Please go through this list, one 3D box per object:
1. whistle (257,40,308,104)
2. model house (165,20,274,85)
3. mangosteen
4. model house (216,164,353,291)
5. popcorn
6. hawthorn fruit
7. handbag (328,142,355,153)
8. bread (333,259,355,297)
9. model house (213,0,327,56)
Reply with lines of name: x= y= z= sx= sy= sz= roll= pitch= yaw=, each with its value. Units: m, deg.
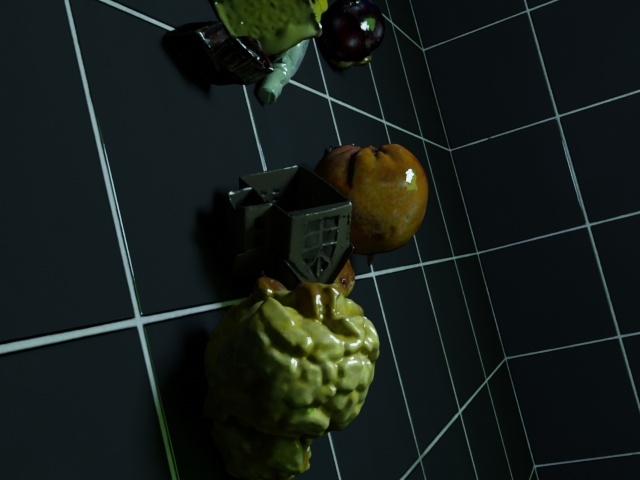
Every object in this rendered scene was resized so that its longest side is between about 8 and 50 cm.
whistle: x=-0.083 y=-0.401 z=1.577 sx=0.126 sy=0.067 sz=0.258 roll=114 pitch=-3 yaw=-52
model house: x=-0.183 y=-0.349 z=1.255 sx=0.152 sy=0.165 sz=0.106 roll=22 pitch=72 yaw=-61
mangosteen: x=0.089 y=-0.577 z=1.996 sx=0.194 sy=0.194 sz=0.230 roll=-80 pitch=172 yaw=-46
model house: x=-0.075 y=0.023 z=1.236 sx=0.204 sy=0.211 sz=0.243 roll=-13 pitch=122 yaw=-28
popcorn: x=-0.063 y=0.202 z=1.040 sx=0.225 sy=0.265 sz=0.332 roll=5 pitch=110 yaw=-48
hawthorn fruit: x=0.118 y=-0.074 z=1.621 sx=0.277 sy=0.277 sz=0.298 roll=-43 pitch=136 yaw=-65
handbag: x=0.054 y=-0.165 z=1.765 sx=0.115 sy=0.072 sz=0.139 roll=65 pitch=34 yaw=-32
bread: x=-0.002 y=0.000 z=1.478 sx=0.139 sy=0.077 sz=0.271 roll=-45 pitch=120 yaw=-65
model house: x=-0.091 y=-0.512 z=1.503 sx=0.174 sy=0.193 sz=0.234 roll=62 pitch=23 yaw=-23
